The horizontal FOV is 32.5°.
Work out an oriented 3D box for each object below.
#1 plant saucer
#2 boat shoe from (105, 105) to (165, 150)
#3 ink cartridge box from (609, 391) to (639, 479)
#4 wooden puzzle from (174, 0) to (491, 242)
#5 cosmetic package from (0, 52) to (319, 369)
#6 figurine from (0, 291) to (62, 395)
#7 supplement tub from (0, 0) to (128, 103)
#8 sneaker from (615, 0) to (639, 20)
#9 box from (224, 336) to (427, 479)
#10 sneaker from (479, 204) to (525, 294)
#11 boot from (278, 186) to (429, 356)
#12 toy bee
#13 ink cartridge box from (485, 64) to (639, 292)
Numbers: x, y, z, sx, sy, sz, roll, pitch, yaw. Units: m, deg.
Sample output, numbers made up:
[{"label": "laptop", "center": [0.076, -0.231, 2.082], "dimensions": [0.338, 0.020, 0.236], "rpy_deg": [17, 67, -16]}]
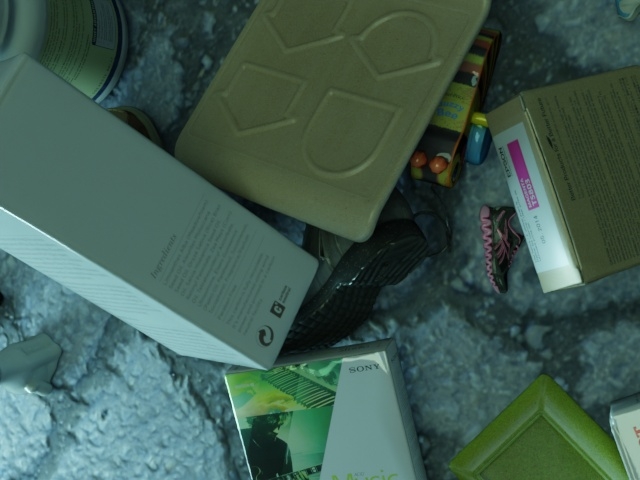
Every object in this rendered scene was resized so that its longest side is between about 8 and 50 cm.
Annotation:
[{"label": "plant saucer", "center": [0.289, 0.304, 1.421], "dimensions": [0.188, 0.045, 0.188], "rpy_deg": [46, 105, 11]}, {"label": "boat shoe", "center": [-0.256, -0.036, 1.548], "dimensions": [0.123, 0.116, 0.324], "rpy_deg": [-27, 85, 18]}, {"label": "ink cartridge box", "center": [0.505, 0.249, 1.305], "dimensions": [0.273, 0.115, 0.198], "rpy_deg": [-21, 86, 14]}, {"label": "wooden puzzle", "center": [0.016, -0.191, 1.373], "dimensions": [0.322, 0.080, 0.348], "rpy_deg": [22, 82, 34]}, {"label": "cosmetic package", "center": [-0.250, -0.020, 1.328], "dimensions": [0.230, 0.453, 0.161], "rpy_deg": [1, 61, 53]}, {"label": "figurine", "center": [-0.504, 0.154, 1.590], "dimensions": [0.215, 0.209, 0.092], "rpy_deg": [39, 103, 13]}, {"label": "supplement tub", "center": [-0.432, -0.289, 1.487], "dimensions": [0.235, 0.325, 0.235], "rpy_deg": [1, 92, 18]}, {"label": "sneaker", "center": [0.471, -0.306, 1.322], "dimensions": [0.229, 0.087, 0.092], "rpy_deg": [7, 101, 25]}, {"label": "box", "center": [0.020, 0.303, 1.475], "dimensions": [0.232, 0.058, 0.322], "rpy_deg": [-11, 99, 18]}, {"label": "sneaker", "center": [0.240, 0.010, 1.430], "dimensions": [0.057, 0.047, 0.119], "rpy_deg": [-7, 91, 7]}, {"label": "boot", "center": [0.000, 0.000, 1.474], "dimensions": [0.338, 0.118, 0.222], "rpy_deg": [-42, 56, 34]}, {"label": "toy bee", "center": [0.169, -0.129, 1.384], "dimensions": [0.195, 0.162, 0.298], "rpy_deg": [-6, 90, 17]}, {"label": "ink cartridge box", "center": [0.326, -0.075, 1.318], "dimensions": [0.193, 0.088, 0.234], "rpy_deg": [-15, 86, -25]}]
